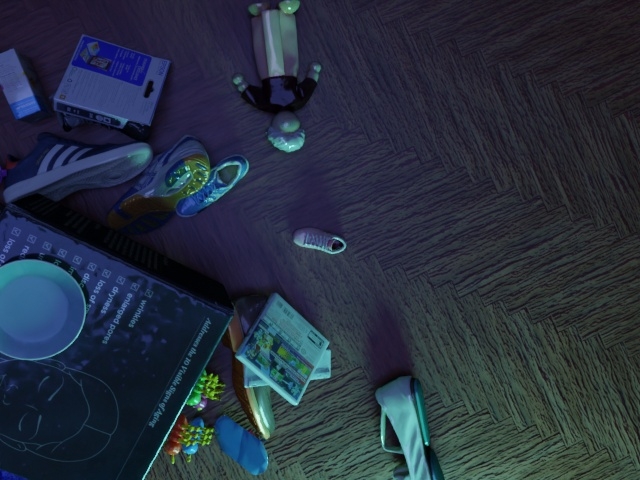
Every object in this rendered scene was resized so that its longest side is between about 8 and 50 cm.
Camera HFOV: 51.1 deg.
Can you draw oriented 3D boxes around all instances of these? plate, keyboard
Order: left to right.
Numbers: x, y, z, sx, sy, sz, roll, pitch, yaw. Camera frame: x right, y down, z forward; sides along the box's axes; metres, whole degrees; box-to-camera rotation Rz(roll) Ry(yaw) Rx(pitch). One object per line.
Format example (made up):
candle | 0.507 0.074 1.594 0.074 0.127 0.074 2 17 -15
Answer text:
plate | -0.524 0.124 1.216 0.188 0.024 0.188 -2 99 -14
keyboard | -0.074 0.303 1.602 0.256 0.014 0.072 3 81 -40

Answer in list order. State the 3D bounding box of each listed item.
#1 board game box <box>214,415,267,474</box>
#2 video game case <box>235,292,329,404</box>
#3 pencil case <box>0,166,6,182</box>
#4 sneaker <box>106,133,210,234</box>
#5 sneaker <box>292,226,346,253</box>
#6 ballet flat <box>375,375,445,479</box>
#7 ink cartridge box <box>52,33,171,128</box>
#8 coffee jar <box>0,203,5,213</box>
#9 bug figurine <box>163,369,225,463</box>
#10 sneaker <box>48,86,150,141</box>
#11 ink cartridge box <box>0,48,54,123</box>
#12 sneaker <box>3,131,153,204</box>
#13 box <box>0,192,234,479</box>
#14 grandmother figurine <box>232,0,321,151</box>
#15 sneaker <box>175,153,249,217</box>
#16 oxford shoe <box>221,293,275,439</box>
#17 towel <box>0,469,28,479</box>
board game box | -0.185 0.492 1.632 0.169 0.033 0.133 29 128 24
video game case | -0.085 0.255 1.577 0.201 0.023 0.183 46 55 -24
pencil case | -0.775 -0.137 1.498 0.152 0.070 0.064 -10 81 36
sneaker | -0.376 -0.128 1.566 0.297 0.130 0.112 -33 135 15
sneaker | 0.000 0.000 1.625 0.135 0.070 0.050 10 96 -6
ballet flat | 0.229 0.536 1.681 0.139 0.139 0.399 -15 92 -5
ink cartridge box | -0.461 -0.349 1.500 0.209 0.045 0.206 14 58 -10
coffee jar | -0.787 -0.003 1.534 0.096 0.079 0.184 34 91 -8
bug figurine | -0.294 0.403 1.549 0.072 0.279 0.216 15 73 5
sneaker | -0.511 -0.270 1.513 0.229 0.086 0.132 34 53 0
ink cartridge box | -0.676 -0.361 1.502 0.062 0.104 0.181 -23 97 -4
sneaker | -0.555 -0.190 1.509 0.350 0.131 0.148 -17 72 2
box | -0.506 0.223 1.396 0.472 0.297 0.479 29 91 -14
grandmother figurine | -0.100 -0.377 1.568 0.208 0.104 0.342 -8 93 3
sneaker | -0.261 -0.133 1.579 0.211 0.081 0.080 -41 99 0
oxford shoe | -0.144 0.305 1.612 0.133 0.130 0.363 -18 107 -23
towel | -0.673 0.651 1.600 0.308 0.076 0.227 40 95 -8
